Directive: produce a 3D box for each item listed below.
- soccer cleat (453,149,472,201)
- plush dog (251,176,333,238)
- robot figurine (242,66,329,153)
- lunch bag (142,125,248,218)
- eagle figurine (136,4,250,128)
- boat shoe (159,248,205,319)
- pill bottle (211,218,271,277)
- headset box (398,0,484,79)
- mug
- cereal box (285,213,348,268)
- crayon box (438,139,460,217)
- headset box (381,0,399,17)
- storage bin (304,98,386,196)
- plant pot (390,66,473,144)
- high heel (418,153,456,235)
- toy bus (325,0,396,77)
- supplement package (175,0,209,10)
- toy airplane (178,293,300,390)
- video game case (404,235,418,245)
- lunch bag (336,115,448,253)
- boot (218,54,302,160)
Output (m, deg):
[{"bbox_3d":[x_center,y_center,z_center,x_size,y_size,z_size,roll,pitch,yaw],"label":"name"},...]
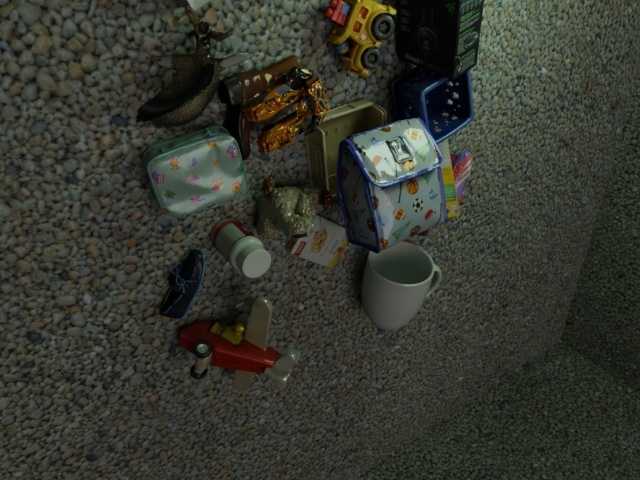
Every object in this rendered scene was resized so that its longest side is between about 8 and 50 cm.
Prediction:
[{"bbox_3d":[0.593,-0.272,2.256,0.095,0.083,0.248,-11,125,-28],"label":"soccer cleat"},{"bbox_3d":[-0.083,-0.121,1.734,0.225,0.262,0.211,-17,99,-39],"label":"plush dog"},{"bbox_3d":[-0.085,-0.387,1.544,0.291,0.085,0.211,-39,127,-27],"label":"robot figurine"},{"bbox_3d":[-0.357,-0.205,1.499,0.279,0.108,0.224,-22,126,-15],"label":"lunch bag"},{"bbox_3d":[-0.349,-0.420,1.348,0.226,0.225,0.298,12,97,-53],"label":"eagle figurine"},{"bbox_3d":[-0.447,0.148,1.668,0.089,0.109,0.258,11,107,-38],"label":"boat shoe"},{"bbox_3d":[-0.255,0.025,1.660,0.121,0.221,0.121,-20,127,-29],"label":"pill bottle"},{"bbox_3d":[0.382,-0.708,1.666,0.131,0.246,0.283,-36,143,-23],"label":"headset box"},{"bbox_3d":[0.352,0.200,2.203,0.374,0.276,0.328,-12,134,-22],"label":"mug"},{"bbox_3d":[0.000,0.000,1.970,0.240,0.047,0.173,22,101,-44],"label":"cereal box"},{"bbox_3d":[0.425,-0.238,2.031,0.203,0.083,0.323,-11,91,-30],"label":"crayon box"},{"bbox_3d":[0.244,-0.780,1.697,0.083,0.032,0.062,-52,135,-2],"label":"headset box"},{"bbox_3d":[0.092,-0.324,1.792,0.262,0.123,0.260,-24,129,-25],"label":"storage bin"},{"bbox_3d":[0.388,-0.504,1.854,0.236,0.212,0.236,-34,132,-16],"label":"plant pot"},{"bbox_3d":[0.485,-0.186,2.146,0.127,0.181,0.377,34,93,-45],"label":"high heel"},{"bbox_3d":[0.096,-0.645,1.597,0.211,0.149,0.220,13,111,-28],"label":"toy bus"},{"bbox_3d":[-0.291,-0.672,1.288,0.179,0.105,0.105,-40,133,-11],"label":"supplement package"},{"bbox_3d":[-0.254,0.370,1.840,0.386,0.272,0.384,-25,124,19],"label":"toy airplane"},{"bbox_3d":[0.381,-0.003,2.278,0.119,0.015,0.166,11,102,-40],"label":"video game case"},{"bbox_3d":[0.239,-0.197,1.747,0.327,0.239,0.386,-22,112,-26],"label":"lunch bag"},{"bbox_3d":[-0.168,-0.405,1.587,0.280,0.096,0.264,-29,124,-32],"label":"boot"}]
